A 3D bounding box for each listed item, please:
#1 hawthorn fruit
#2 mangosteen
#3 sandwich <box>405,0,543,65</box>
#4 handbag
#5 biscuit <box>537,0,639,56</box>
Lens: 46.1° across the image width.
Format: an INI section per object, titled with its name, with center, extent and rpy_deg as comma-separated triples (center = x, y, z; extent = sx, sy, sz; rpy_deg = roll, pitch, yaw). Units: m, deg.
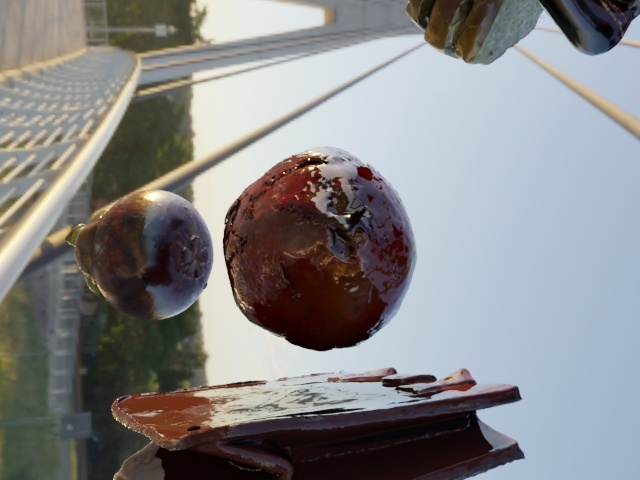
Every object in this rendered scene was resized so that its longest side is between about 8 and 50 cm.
[hawthorn fruit]
center = 0.000, 0.000, 0.630
extent = 0.235, 0.181, 0.181
rpy_deg = 118, -32, -77
[mangosteen]
center = -0.214, 0.024, 0.862
extent = 0.156, 0.182, 0.145
rpy_deg = 55, 25, -56
[sandwich]
center = 0.222, -0.330, 0.788
extent = 0.100, 0.254, 0.288
rpy_deg = 40, -52, 16
[handbag]
center = -0.015, 0.159, 0.619
extent = 0.260, 0.276, 0.084
rpy_deg = -13, -98, 62
[biscuit]
center = 0.240, -0.225, 0.478
extent = 0.151, 0.235, 0.063
rpy_deg = 45, 33, -32
